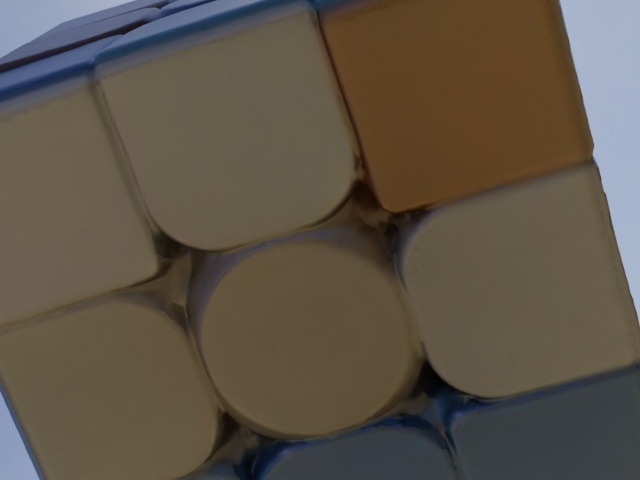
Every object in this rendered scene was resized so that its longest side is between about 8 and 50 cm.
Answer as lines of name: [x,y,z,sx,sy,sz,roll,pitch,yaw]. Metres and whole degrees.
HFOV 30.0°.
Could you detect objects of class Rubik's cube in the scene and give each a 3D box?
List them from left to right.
Rubik's cube: [0.000,0.000,0.765,0.344,0.347,0.346,-17,17,8]
